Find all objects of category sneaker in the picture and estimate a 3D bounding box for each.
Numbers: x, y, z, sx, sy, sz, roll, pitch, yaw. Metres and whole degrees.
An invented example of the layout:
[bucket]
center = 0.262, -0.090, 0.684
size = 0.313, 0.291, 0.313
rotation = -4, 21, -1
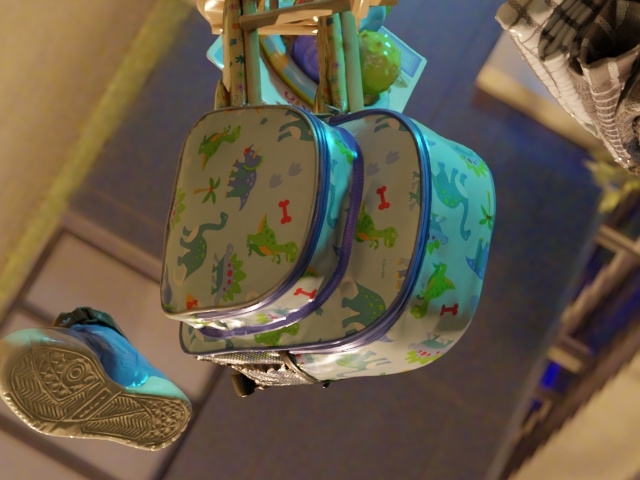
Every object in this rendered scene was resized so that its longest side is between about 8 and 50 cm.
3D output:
[sneaker]
center = -0.148, 0.071, 1.019
size = 0.152, 0.084, 0.058
rotation = 24, 101, -50

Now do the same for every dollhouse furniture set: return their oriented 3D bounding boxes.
[dollhouse furniture set]
center = -0.012, -0.092, 0.973
size = 0.161, 0.101, 0.182
rotation = 103, -15, -60

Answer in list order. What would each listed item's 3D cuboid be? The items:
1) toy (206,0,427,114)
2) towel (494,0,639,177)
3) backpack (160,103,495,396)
[toy]
center = 0.015, -0.141, 1.240
size = 0.056, 0.137, 0.237
rotation = -48, -173, 25
[towel]
center = 0.262, -0.167, 1.210
size = 0.235, 0.121, 0.283
rotation = -46, 163, 5
[backpack]
center = 0.000, 0.000, 0.653
size = 0.114, 0.084, 0.105
rotation = -5, -110, 38
